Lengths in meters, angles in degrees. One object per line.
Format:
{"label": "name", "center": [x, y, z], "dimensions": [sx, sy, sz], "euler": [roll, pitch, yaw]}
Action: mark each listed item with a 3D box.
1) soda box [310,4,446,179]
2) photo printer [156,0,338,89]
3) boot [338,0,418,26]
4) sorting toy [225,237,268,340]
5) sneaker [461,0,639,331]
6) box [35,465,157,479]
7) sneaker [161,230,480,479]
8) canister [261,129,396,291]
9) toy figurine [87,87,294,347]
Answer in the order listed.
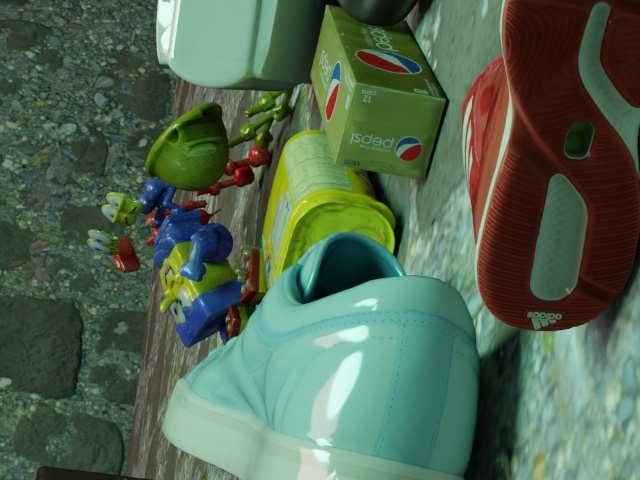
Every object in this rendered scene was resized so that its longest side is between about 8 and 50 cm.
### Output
{"label": "soda box", "center": [0.035, -0.106, 0.931], "dimensions": [0.181, 0.061, 0.058], "euler": [-103, 25, -65]}
{"label": "photo printer", "center": [-0.046, -0.257, 1.188], "dimensions": [0.307, 0.107, 0.256], "euler": [-27, -54, -79]}
{"label": "boot", "center": [0.060, -0.320, 0.887], "dimensions": [0.280, 0.096, 0.264], "euler": [117, 159, -61]}
{"label": "sorting toy", "center": [-0.056, 0.053, 1.303], "dimensions": [0.132, 0.046, 0.274], "euler": [-118, 39, -72]}
{"label": "sneaker", "center": [0.094, -0.086, 0.549], "dimensions": [0.128, 0.087, 0.221], "euler": [-105, 28, -63]}
{"label": "box", "center": [-0.183, 0.325, 1.297], "dimensions": [0.168, 0.203, 0.167], "euler": [-154, 74, -79]}
{"label": "sneaker", "center": [0.007, 0.074, 0.788], "dimensions": [0.366, 0.135, 0.150], "euler": [0, 72, 70]}
{"label": "canister", "center": [0.000, 0.000, 0.991], "dimensions": [0.170, 0.073, 0.126], "euler": [-103, 25, -67]}
{"label": "toy figurine", "center": [-0.107, 0.014, 1.504], "dimensions": [0.217, 0.191, 0.362], "euler": [65, 150, 14]}
